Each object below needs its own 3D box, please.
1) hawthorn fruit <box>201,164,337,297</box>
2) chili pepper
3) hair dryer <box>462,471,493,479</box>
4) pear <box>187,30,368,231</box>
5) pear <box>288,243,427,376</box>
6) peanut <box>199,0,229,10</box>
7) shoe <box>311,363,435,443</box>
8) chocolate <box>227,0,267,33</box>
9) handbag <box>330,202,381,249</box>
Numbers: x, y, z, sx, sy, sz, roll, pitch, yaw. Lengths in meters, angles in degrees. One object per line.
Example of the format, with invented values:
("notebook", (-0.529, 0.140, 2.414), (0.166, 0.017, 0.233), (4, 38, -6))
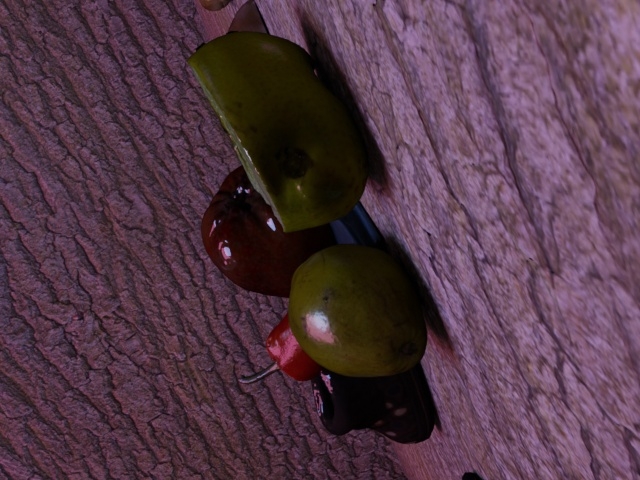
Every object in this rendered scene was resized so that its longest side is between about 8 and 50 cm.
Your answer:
("hawthorn fruit", (-0.077, -0.021, 1.483), (0.324, 0.308, 0.308), (27, -164, -29))
("chili pepper", (-0.034, 0.202, 1.399), (0.338, 0.131, 0.135), (-64, 38, 30))
("hair dryer", (0.295, 0.487, 1.316), (0.248, 0.070, 0.114), (78, 167, -87))
("pear", (-0.036, -0.152, 1.032), (0.286, 0.176, 0.282), (63, 176, -39))
("pear", (0.057, 0.112, 1.140), (0.269, 0.212, 0.212), (40, 158, 49))
("peanut", (-0.265, -0.614, 1.777), (0.080, 0.080, 0.174), (67, 172, -20))
("shoe", (0.109, 0.348, 1.570), (0.171, 0.237, 0.384), (-120, 7, -46))
("chocolate", (-0.156, -0.411, 1.542), (0.254, 0.080, 0.157), (-140, 26, -80))
("handbag", (0.082, 0.038, 1.335), (0.229, 0.062, 0.179), (70, 173, -47))
